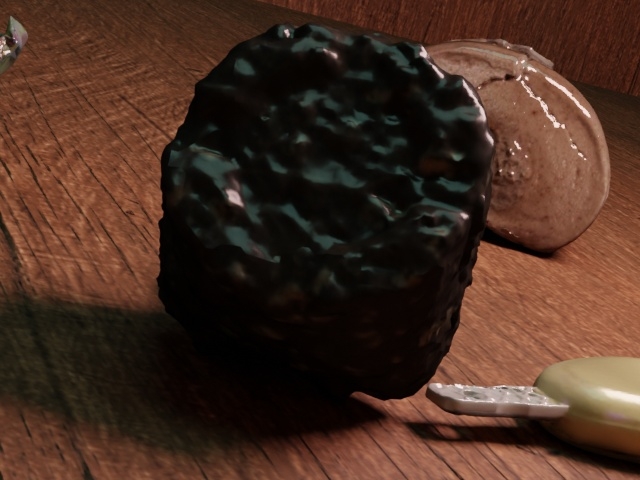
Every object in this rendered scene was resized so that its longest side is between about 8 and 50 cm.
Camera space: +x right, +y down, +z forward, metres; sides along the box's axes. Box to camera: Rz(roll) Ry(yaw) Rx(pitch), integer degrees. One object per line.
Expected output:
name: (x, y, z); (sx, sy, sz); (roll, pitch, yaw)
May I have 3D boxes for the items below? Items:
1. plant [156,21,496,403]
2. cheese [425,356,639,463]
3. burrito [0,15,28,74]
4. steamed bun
plant: (0.000, 0.000, 1.047); (0.215, 0.213, 0.312); (18, -23, 1)
cheese: (0.182, 0.119, 1.085); (0.251, 0.054, 0.127); (7, 13, -33)
burrito: (-0.426, -0.219, 1.638); (0.144, 0.089, 0.229); (-15, 31, -40)
steamed bun: (0.199, -0.134, 1.743); (0.301, 0.199, 0.251); (29, 13, 4)
